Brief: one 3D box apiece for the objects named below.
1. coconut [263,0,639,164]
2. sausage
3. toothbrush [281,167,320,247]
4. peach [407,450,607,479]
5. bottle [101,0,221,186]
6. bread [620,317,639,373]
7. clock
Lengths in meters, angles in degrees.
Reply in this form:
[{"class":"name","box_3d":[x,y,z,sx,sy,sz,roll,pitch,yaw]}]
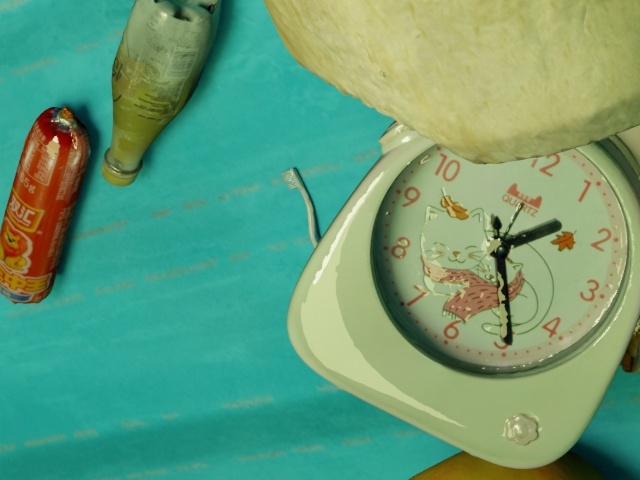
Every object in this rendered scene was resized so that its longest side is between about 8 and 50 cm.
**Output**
[{"class":"coconut","box_3d":[0.119,-0.271,1.241,0.405,0.404,0.404,18,130,23]},{"class":"sausage","box_3d":[-0.291,-0.044,1.904,0.074,0.074,0.274,34,133,10]},{"class":"toothbrush","box_3d":[0.000,0.000,1.776,0.017,0.014,0.162,-14,113,25]},{"class":"peach","box_3d":[0.178,0.342,1.733,0.289,0.289,0.308,28,172,15]},{"class":"bottle","box_3d":[-0.165,-0.147,1.736,0.083,0.083,0.269,37,139,7]},{"class":"bread","box_3d":[0.248,0.053,1.586,0.129,0.044,0.126,44,145,37]},{"class":"clock","box_3d":[0.146,0.006,1.476,0.265,0.108,0.324,28,104,-1]}]
